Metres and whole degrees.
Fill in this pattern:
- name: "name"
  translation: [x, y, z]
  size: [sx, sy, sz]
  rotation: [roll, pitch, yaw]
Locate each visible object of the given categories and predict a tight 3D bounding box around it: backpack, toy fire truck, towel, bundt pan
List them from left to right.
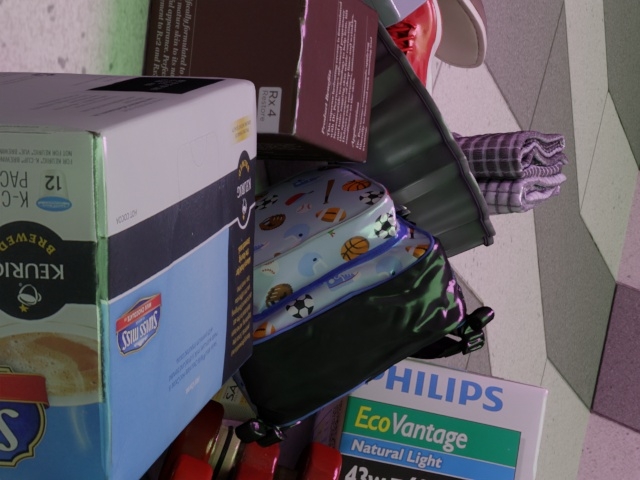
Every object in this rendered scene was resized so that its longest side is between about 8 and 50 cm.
- name: "toy fire truck"
  translation: [-0.101, 0.316, 1.382]
  size: [0.302, 0.169, 0.254]
  rotation: [-84, -162, -71]
- name: "backpack"
  translation: [-0.009, 0.048, 1.432]
  size: [0.263, 0.276, 0.213]
  rotation: [-152, -140, -71]
- name: "bundt pan"
  translation: [0.066, -0.108, 1.627]
  size: [0.331, 0.124, 0.331]
  rotation: [60, -2, 3]
- name: "towel"
  translation: [0.214, -0.103, 1.997]
  size: [0.283, 0.235, 0.121]
  rotation: [-19, 105, -66]

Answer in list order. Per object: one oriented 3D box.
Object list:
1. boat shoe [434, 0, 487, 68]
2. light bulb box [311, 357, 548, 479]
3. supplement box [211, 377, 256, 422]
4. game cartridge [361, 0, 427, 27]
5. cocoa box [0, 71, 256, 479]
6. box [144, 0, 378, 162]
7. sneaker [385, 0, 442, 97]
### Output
- name: "boat shoe"
  translation: [0.173, -0.370, 2.014]
  size: [0.324, 0.116, 0.097]
  rotation: [51, 50, -51]
- name: "light bulb box"
  translation: [0.089, 0.348, 1.612]
  size: [0.358, 0.225, 0.361]
  rotation: [113, -11, -73]
- name: "supplement box"
  translation: [-0.072, 0.163, 1.515]
  size: [0.036, 0.098, 0.062]
  rotation: [74, 28, -46]
- name: "game cartridge"
  translation: [0.046, -0.409, 1.677]
  size: [0.198, 0.062, 0.297]
  rotation: [-42, 114, -56]
- name: "cocoa box"
  translation: [-0.192, 0.013, 0.959]
  size: [0.347, 0.231, 0.228]
  rotation: [-44, 136, -74]
- name: "box"
  translation: [-0.056, -0.174, 1.413]
  size: [0.203, 0.167, 0.169]
  rotation: [14, 81, -67]
- name: "sneaker"
  translation: [0.110, -0.253, 1.912]
  size: [0.128, 0.087, 0.221]
  rotation: [-44, 132, -60]
